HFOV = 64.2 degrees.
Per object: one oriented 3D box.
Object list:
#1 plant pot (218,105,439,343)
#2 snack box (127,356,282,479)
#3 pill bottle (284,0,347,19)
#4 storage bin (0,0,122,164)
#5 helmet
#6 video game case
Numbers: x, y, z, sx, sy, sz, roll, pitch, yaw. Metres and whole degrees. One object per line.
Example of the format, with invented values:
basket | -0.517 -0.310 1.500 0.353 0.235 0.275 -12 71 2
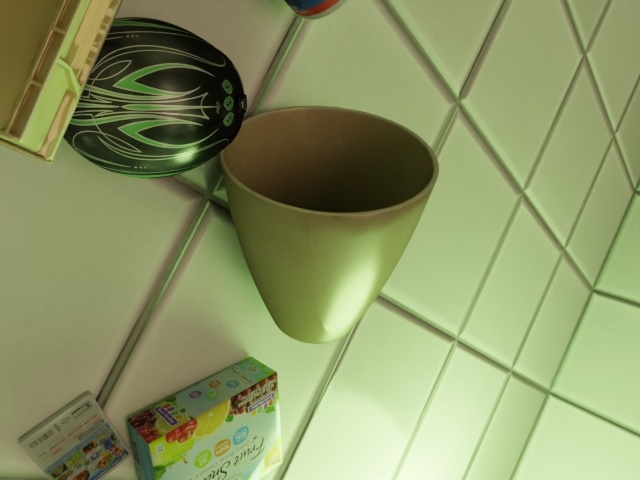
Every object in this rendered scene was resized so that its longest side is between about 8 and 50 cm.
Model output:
plant pot | 0.000 0.000 0.683 0.256 0.256 0.274 -28 140 -34
snack box | -0.155 0.292 0.733 0.207 0.070 0.174 -19 117 -40
pill bottle | -0.048 -0.365 0.561 0.221 0.124 0.124 32 82 -44
storage bin | -0.269 -0.225 0.329 0.262 0.123 0.260 23 87 -20
helmet | -0.174 -0.139 0.507 0.161 0.169 0.169 -25 123 -56
video game case | -0.296 0.255 0.627 0.087 0.011 0.122 -36 127 -30
